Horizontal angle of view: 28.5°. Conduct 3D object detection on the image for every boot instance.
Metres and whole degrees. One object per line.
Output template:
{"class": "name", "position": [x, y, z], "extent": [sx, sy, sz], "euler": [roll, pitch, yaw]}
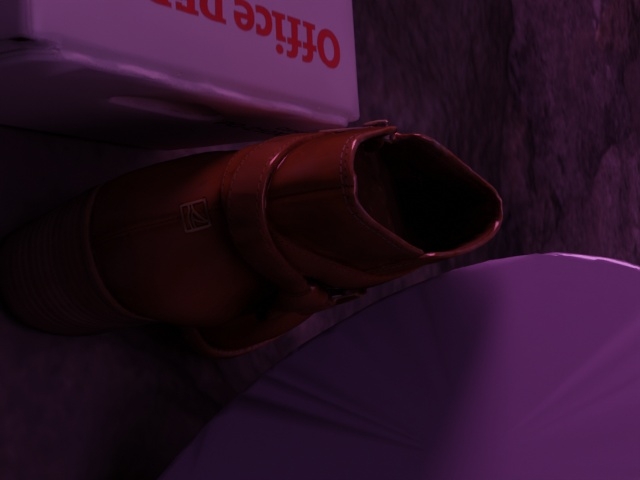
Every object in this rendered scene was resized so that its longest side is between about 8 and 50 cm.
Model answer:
{"class": "boot", "position": [0.000, 0.000, 0.468], "extent": [0.197, 0.152, 0.073], "euler": [-9, 84, -58]}

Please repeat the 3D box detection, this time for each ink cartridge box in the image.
{"class": "ink cartridge box", "position": [-0.075, -0.157, 0.430], "extent": [0.172, 0.100, 0.237], "euler": [4, 81, -57]}

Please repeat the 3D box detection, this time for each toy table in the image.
{"class": "toy table", "position": [0.046, 0.138, 0.471], "extent": [0.252, 0.274, 0.161], "euler": [63, 10, 31]}
